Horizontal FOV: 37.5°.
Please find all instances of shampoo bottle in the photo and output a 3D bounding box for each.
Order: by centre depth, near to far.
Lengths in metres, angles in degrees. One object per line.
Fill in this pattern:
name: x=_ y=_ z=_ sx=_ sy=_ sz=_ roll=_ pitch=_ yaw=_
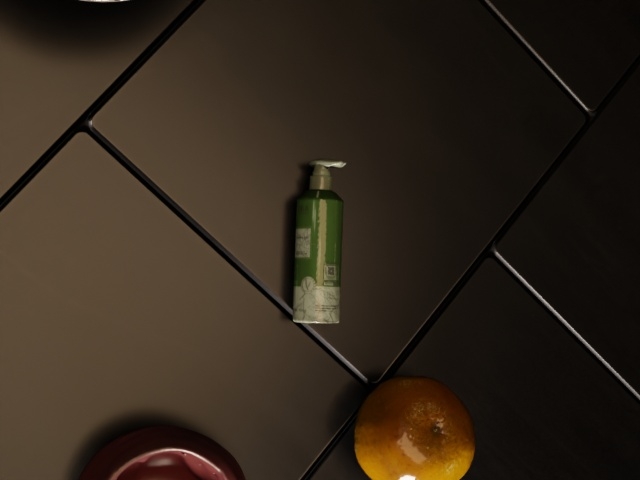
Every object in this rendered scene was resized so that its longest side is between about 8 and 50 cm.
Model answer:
shampoo bottle: x=0.000 y=0.000 z=1.172 sx=0.065 sy=0.065 sz=0.205 roll=3 pitch=87 yaw=-18

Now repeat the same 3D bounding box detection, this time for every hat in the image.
hat: x=-0.187 y=0.307 z=1.088 sx=0.205 sy=0.089 sz=0.206 roll=-1 pitch=92 yaw=-22

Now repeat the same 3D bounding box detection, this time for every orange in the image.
orange: x=0.114 y=0.246 z=1.174 sx=0.154 sy=0.134 sz=0.155 roll=10 pitch=62 yaw=-19
